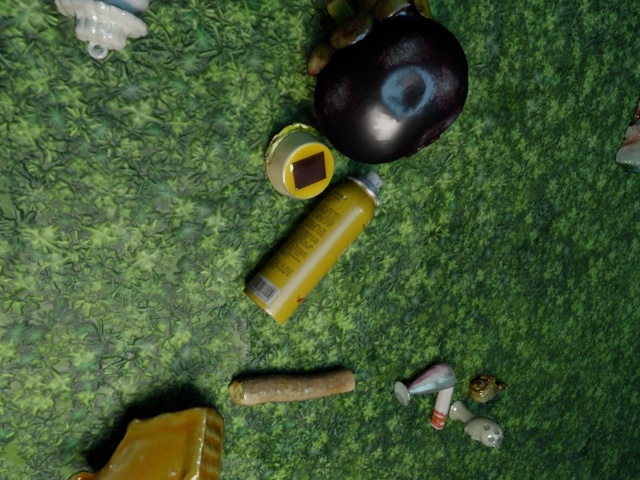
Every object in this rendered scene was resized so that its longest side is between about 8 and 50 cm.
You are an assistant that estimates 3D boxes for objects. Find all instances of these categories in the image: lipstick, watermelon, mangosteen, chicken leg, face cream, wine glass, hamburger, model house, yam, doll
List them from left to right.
[{"bbox_3d":[-0.280,-0.394,0.649,0.139,0.119,0.292,9,95,-25],"label":"doll"},{"bbox_3d":[-0.274,0.421,0.896,0.239,0.174,0.268,-51,156,-23],"label":"model house"},{"bbox_3d":[-0.049,0.318,1.039,0.300,0.066,0.066,5,102,-33],"label":"yam"},{"bbox_3d":[-0.041,-0.146,0.886,0.127,0.081,0.141,-39,133,-13],"label":"hamburger"},{"bbox_3d":[0.000,0.000,0.942,0.348,0.105,0.105,-50,123,-9],"label":"face cream"},{"bbox_3d":[0.104,-0.291,0.837,0.275,0.275,0.302,-35,98,-17],"label":"mangosteen"},{"bbox_3d":[0.273,0.373,1.244,0.155,0.073,0.073,-12,111,-28],"label":"wine glass"},{"bbox_3d":[0.340,0.459,1.331,0.039,0.038,0.130,4,103,-32],"label":"lipstick"},{"bbox_3d":[0.504,0.431,1.407,0.178,0.070,0.093,12,116,-41],"label":"chicken leg"},{"bbox_3d":[1.002,-0.332,1.439,0.095,0.154,0.240,11,86,-33],"label":"watermelon"}]

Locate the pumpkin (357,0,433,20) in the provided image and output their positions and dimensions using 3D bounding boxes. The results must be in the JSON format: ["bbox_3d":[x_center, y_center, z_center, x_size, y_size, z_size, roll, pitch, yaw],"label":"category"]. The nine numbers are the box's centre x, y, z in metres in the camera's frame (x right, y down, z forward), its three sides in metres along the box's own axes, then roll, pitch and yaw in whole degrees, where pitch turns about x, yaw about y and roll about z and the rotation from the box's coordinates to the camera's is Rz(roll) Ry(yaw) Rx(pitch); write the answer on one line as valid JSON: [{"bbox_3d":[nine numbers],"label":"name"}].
[{"bbox_3d":[0.107,-0.498,0.869,0.254,0.131,0.149,51,32,-42],"label":"pumpkin"}]

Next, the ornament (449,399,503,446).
[{"bbox_3d":[0.438,0.518,1.338,0.081,0.156,0.074,-37,120,-17],"label":"ornament"}]
